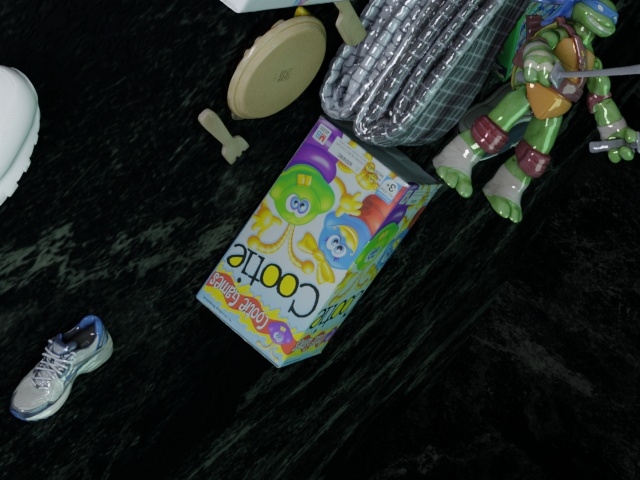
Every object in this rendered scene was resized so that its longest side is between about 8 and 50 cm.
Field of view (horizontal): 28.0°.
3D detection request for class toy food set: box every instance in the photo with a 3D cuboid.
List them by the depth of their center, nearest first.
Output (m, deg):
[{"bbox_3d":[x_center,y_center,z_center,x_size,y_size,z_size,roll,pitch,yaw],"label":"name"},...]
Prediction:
[{"bbox_3d":[-0.046,-0.171,1.257,0.192,0.038,0.132,-44,158,-2],"label":"toy food set"}]

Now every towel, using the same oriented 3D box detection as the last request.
[{"bbox_3d":[0.142,-0.235,1.467,0.283,0.121,0.235,-55,165,16],"label":"towel"}]

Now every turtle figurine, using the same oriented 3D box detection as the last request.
[{"bbox_3d":[0.274,-0.131,1.450,0.266,0.274,0.198,-51,159,20],"label":"turtle figurine"}]

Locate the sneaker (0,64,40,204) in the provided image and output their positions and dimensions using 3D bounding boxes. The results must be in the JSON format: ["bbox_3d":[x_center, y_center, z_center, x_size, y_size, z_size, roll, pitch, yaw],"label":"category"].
[{"bbox_3d":[-0.275,-0.040,0.810,0.235,0.090,0.094,-46,155,-23],"label":"sneaker"}]

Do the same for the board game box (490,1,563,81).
[{"bbox_3d":[0.361,-0.396,1.861,0.317,0.046,0.213,-46,164,-14],"label":"board game box"}]

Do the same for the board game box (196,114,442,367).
[{"bbox_3d":[0.000,0.000,1.579,0.275,0.142,0.144,-55,164,16],"label":"board game box"}]

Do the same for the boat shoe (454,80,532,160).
[{"bbox_3d":[0.303,-0.189,2.097,0.254,0.095,0.079,-34,156,-43],"label":"boat shoe"}]

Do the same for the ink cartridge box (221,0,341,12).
[{"bbox_3d":[-0.025,-0.239,0.841,0.128,0.127,0.176,-58,163,26],"label":"ink cartridge box"}]

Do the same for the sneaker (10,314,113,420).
[{"bbox_3d":[-0.267,0.124,1.305,0.135,0.052,0.058,-49,157,-35],"label":"sneaker"}]
